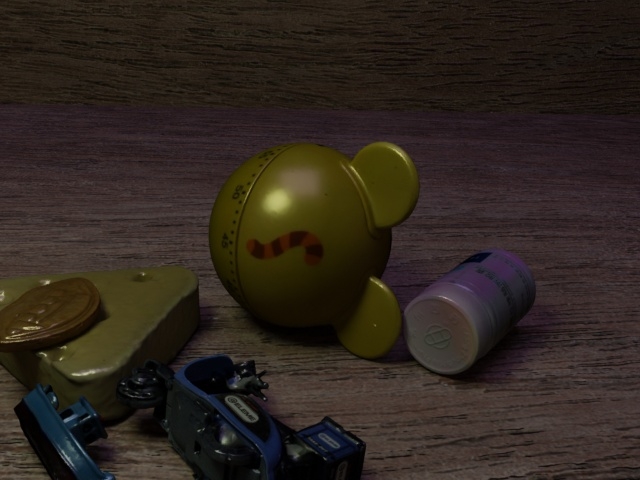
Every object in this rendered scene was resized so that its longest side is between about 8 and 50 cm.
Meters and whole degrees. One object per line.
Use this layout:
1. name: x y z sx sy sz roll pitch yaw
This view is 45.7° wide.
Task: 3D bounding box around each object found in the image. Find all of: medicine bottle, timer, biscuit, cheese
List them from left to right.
1. biscuit: -0.425 0.113 1.198 0.142 0.029 0.221 10 25 16
2. cheese: -0.418 0.146 1.289 0.384 0.104 0.384 3 23 -1
3. timer: 0.000 0.000 1.372 0.387 0.376 0.376 11 24 33
4. medicine bottle: 0.268 0.121 1.355 0.152 0.152 0.254 17 27 31

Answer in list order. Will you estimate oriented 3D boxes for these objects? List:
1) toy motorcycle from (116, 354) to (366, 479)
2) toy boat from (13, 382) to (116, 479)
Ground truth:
1. toy motorcycle: -0.124 0.253 1.062 0.212 0.125 0.358 -8 26 -43
2. toy boat: -0.332 0.268 1.022 0.097 0.100 0.223 -28 37 -27
